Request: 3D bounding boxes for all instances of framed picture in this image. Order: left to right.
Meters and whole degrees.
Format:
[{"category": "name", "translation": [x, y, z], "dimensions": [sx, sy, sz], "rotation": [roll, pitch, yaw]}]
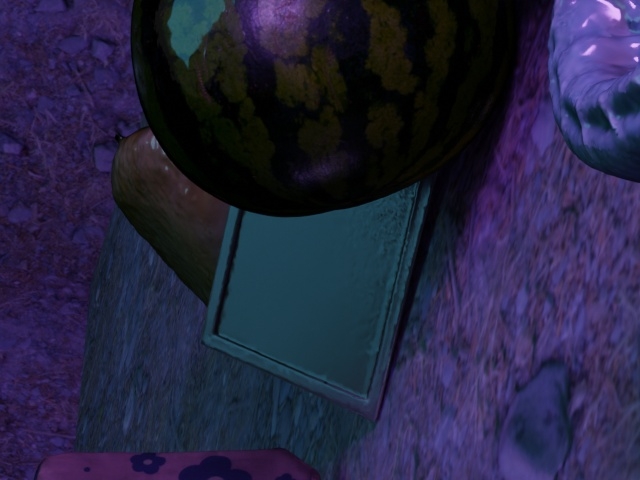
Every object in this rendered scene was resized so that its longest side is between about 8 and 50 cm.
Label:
[{"category": "framed picture", "translation": [0.000, 0.000, 1.546], "dimensions": [0.197, 0.014, 0.252], "rotation": [21, 104, 34]}]

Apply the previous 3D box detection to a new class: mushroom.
[{"category": "mushroom", "translation": [-0.112, -0.011, 1.887], "dimensions": [0.292, 0.217, 0.212], "rotation": [-159, 79, -77]}]

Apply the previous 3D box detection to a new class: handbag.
[{"category": "handbag", "translation": [-0.122, 0.297, 1.572], "dimensions": [0.190, 0.252, 0.193], "rotation": [-92, 2, -49]}]

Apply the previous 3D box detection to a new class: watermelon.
[{"category": "watermelon", "translation": [0.002, -0.156, 1.373], "dimensions": [0.285, 0.285, 0.285], "rotation": [-167, 90, -78]}]

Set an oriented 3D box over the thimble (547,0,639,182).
[{"category": "thimble", "translation": [0.193, -0.112, 0.790], "dimensions": [0.235, 0.143, 0.198], "rotation": [-161, 85, -77]}]
